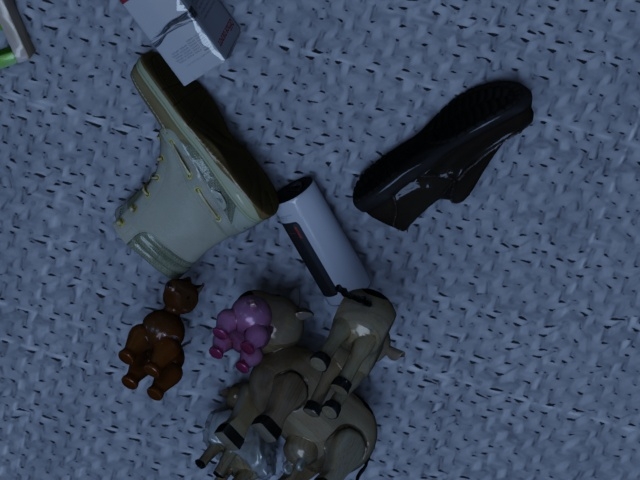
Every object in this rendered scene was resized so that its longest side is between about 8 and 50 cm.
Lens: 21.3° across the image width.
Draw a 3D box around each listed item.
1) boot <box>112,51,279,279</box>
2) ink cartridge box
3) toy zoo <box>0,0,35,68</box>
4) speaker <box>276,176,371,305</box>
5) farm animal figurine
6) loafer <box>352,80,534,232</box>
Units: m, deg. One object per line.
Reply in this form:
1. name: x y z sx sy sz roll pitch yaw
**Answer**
1. boot: -0.165 -0.075 1.785 0.165 0.077 0.213 -34 96 30
2. ink cartridge box: -0.146 -0.234 1.693 0.056 0.099 0.135 -31 108 19
3. toy zoo: -0.467 -0.235 1.767 0.293 0.030 0.192 -15 113 13
4. speaker: 0.000 0.000 1.816 0.055 0.055 0.136 -23 111 16
5. farm animal figurine: -0.026 0.138 1.800 0.330 0.172 0.327 3 134 37
6. loafer: 0.137 -0.085 1.755 0.220 0.080 0.078 -33 118 25
